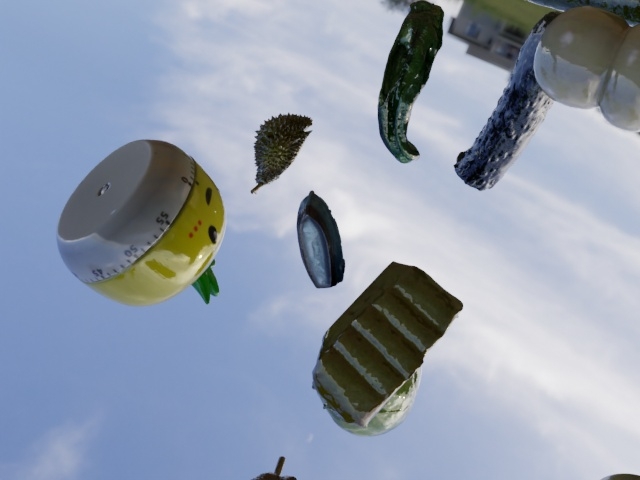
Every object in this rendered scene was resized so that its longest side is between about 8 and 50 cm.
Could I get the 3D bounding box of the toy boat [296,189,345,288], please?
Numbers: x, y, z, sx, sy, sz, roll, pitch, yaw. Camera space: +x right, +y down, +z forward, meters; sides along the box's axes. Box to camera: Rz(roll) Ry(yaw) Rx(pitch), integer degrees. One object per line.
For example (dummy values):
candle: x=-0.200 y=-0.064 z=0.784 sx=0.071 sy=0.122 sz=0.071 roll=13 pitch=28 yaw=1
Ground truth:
toy boat: x=0.000 y=0.000 z=1.216 sx=0.060 sy=0.137 sz=0.061 roll=-7 pitch=-153 yaw=20

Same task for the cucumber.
cucumber: x=0.275 y=-0.185 z=1.235 sx=0.081 sy=0.303 sz=0.072 roll=21 pitch=-129 yaw=-4

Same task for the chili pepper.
chili pepper: x=0.100 y=-0.177 z=1.004 sx=0.050 sy=0.182 sz=0.073 roll=14 pitch=-173 yaw=18

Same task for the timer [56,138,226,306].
timer: x=-0.252 y=0.001 z=1.447 sx=0.285 sy=0.285 sz=0.285 roll=17 pitch=-151 yaw=-9

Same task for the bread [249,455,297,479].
bread: x=-0.079 y=0.417 z=1.237 sx=0.124 sy=0.084 sz=0.344 roll=21 pitch=-154 yaw=-2

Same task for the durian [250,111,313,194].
durian: x=-0.107 y=-0.191 z=1.942 sx=0.102 sy=0.208 sz=0.146 roll=32 pitch=168 yaw=-20

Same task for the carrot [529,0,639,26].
carrot: x=0.361 y=-0.356 z=1.286 sx=0.358 sy=0.074 sz=0.074 roll=23 pitch=-156 yaw=37

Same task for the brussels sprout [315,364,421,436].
brussels sprout: x=0.091 y=0.251 z=1.711 sx=0.244 sy=0.244 sz=0.244 roll=17 pitch=-151 yaw=-9

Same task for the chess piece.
chess piece: x=0.390 y=-0.175 z=1.034 sx=0.300 sy=0.167 sz=0.167 roll=23 pitch=-153 yaw=22

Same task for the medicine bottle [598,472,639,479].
medicine bottle: x=0.323 y=0.405 z=1.062 sx=0.151 sy=0.151 sz=0.322 roll=36 pitch=-150 yaw=25

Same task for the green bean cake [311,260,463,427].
green bean cake: x=0.083 y=0.144 z=1.275 sx=0.124 sy=0.233 sz=0.236 roll=42 pitch=176 yaw=7
